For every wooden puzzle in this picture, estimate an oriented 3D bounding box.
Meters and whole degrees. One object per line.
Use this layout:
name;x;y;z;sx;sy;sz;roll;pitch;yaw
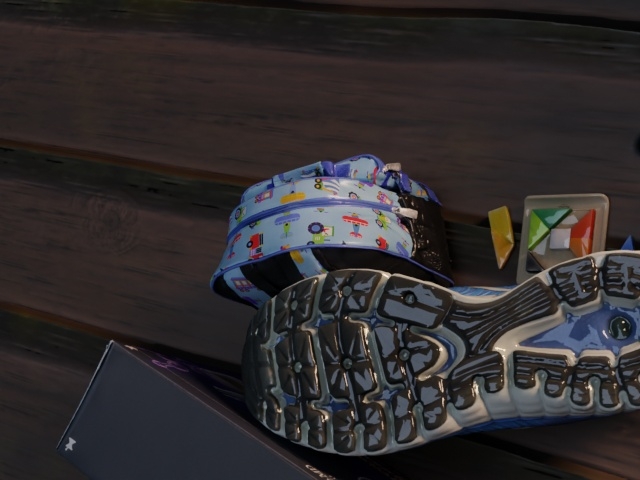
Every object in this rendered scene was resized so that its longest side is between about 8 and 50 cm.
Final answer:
wooden puzzle;0.178;0.001;0.916;0.116;0.014;0.079;-9;74;31

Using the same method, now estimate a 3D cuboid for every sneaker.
sneaker;0.104;0.089;0.853;0.330;0.147;0.130;-4;74;17

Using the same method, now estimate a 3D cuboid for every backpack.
backpack;0.000;0.000;0.937;0.158;0.173;0.117;-16;69;30

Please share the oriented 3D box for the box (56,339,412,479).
box;-0.036;0.184;0.908;0.261;0.184;0.103;27;94;35
